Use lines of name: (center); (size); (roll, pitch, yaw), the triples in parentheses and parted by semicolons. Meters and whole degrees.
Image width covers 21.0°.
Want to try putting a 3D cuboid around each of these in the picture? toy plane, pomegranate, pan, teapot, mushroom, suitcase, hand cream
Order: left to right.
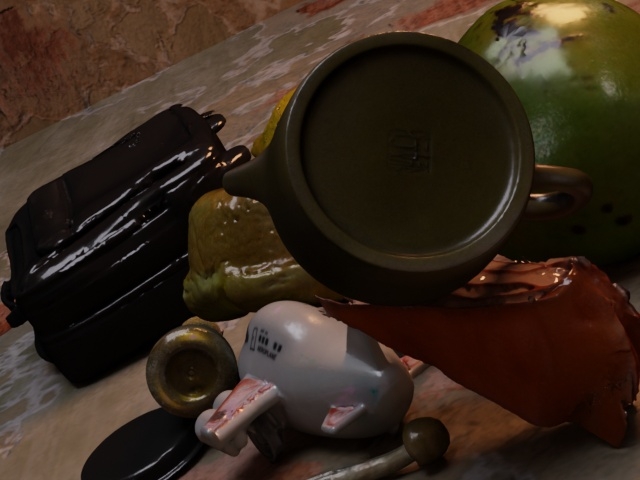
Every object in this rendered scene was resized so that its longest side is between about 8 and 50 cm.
suitcase: (-0.217, 0.002, 2.024); (0.339, 0.188, 0.345); (-33, 19, -1)
pan: (-0.136, 0.172, 1.638); (0.136, 0.028, 0.235); (-6, 28, 48)
hand cream: (-0.120, 0.111, 1.654); (0.084, 0.084, 0.203); (-27, 6, 0)
mushroom: (-0.036, 0.220, 1.355); (0.306, 0.043, 0.068); (-29, -7, 0)
toy plane: (0.004, 0.108, 1.477); (0.252, 0.118, 0.252); (-25, 15, 7)
teapot: (0.064, -0.040, 1.264); (0.268, 0.185, 0.175); (5, -13, -7)
pomegranate: (0.246, -0.113, 1.559); (0.341, 0.260, 0.260); (-28, 17, -11)

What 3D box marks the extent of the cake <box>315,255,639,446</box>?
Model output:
cake: (0.119, 0.050, 1.303); (0.287, 0.135, 0.098); (19, 47, 33)

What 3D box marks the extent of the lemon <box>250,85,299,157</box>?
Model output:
lemon: (0.022, -0.107, 1.956); (0.206, 0.173, 0.173); (-2, 27, 21)

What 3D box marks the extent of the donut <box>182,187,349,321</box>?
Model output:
donut: (0.000, 0.000, 1.649); (0.261, 0.128, 0.208); (-8, -3, -43)
